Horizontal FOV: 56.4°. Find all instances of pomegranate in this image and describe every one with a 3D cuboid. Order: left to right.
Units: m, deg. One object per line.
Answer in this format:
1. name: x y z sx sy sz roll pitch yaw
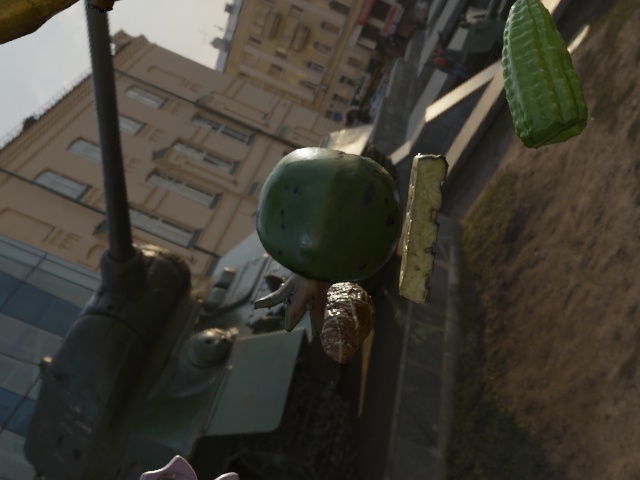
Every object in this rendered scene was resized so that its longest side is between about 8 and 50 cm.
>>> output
1. pomegranate: 0.000 0.000 0.717 0.181 0.181 0.224 -85 13 -76

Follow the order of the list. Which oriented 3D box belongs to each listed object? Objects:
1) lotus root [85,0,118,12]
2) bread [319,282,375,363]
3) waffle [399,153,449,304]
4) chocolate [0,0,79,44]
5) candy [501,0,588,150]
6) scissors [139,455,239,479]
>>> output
1. lotus root: -0.429 -0.615 1.231 0.146 0.160 0.284 -11 -54 -61
2. bread: 0.045 0.128 1.056 0.233 0.105 0.076 -81 -10 -65
3. waffle: 0.178 -0.030 1.057 0.221 0.055 0.248 -45 -39 -80
4. chocolate: -0.372 -0.252 0.658 0.219 0.086 0.085 -25 -1 -7
5. candy: 0.290 -0.228 0.795 0.097 0.096 0.210 128 135 -74
6. scissors: -0.111 0.276 0.468 0.021 0.110 0.212 -51 22 35
